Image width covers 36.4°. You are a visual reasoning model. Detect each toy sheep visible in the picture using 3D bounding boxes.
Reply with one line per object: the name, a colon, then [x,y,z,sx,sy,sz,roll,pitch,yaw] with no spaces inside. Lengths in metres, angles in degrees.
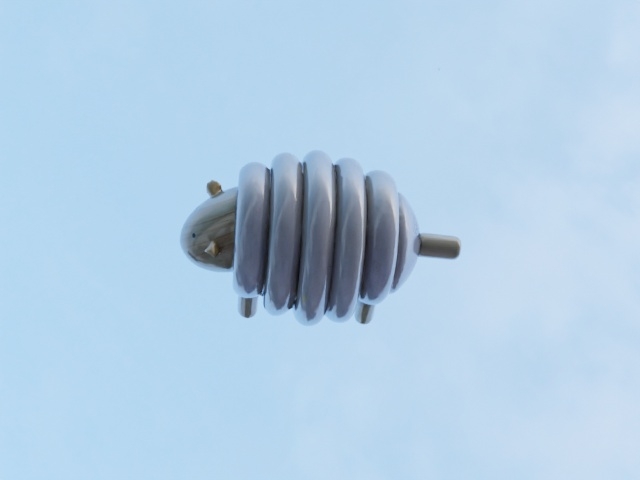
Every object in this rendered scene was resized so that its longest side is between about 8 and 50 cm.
toy sheep: [0.000,0.000,0.459,0.132,0.091,0.091,0,-80,-6]
